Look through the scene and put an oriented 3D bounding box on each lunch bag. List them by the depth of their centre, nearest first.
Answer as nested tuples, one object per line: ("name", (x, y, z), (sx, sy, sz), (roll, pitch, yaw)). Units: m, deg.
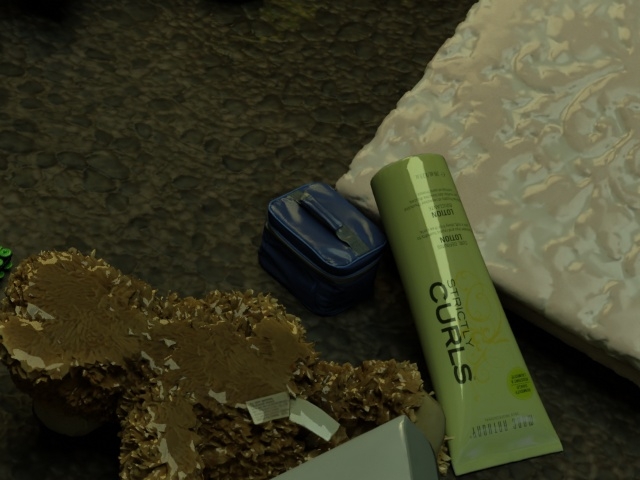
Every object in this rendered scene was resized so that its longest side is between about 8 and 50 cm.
("lunch bag", (0.000, 0.000, 1.466), (0.067, 0.065, 0.098), (-28, 58, -38))

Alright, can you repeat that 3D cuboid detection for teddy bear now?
("teddy bear", (-0.066, 0.121, 1.302), (0.338, 0.113, 0.245), (10, 48, -17))

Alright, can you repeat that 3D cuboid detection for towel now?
("towel", (0.224, -0.077, 1.523), (0.317, 0.053, 0.332), (30, 68, 24))

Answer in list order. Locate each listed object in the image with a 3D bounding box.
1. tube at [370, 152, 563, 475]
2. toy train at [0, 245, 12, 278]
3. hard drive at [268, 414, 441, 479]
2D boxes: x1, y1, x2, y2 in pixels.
("tube", (0.103, 0.053, 1.416), (0.070, 0.062, 0.240), (-22, 72, 14))
("toy train", (-0.252, 0.031, 1.395), (0.024, 0.017, 0.083), (17, 41, 16))
("hard drive", (-0.070, 0.232, 0.971), (0.307, 0.040, 0.203), (-27, 39, 18))
